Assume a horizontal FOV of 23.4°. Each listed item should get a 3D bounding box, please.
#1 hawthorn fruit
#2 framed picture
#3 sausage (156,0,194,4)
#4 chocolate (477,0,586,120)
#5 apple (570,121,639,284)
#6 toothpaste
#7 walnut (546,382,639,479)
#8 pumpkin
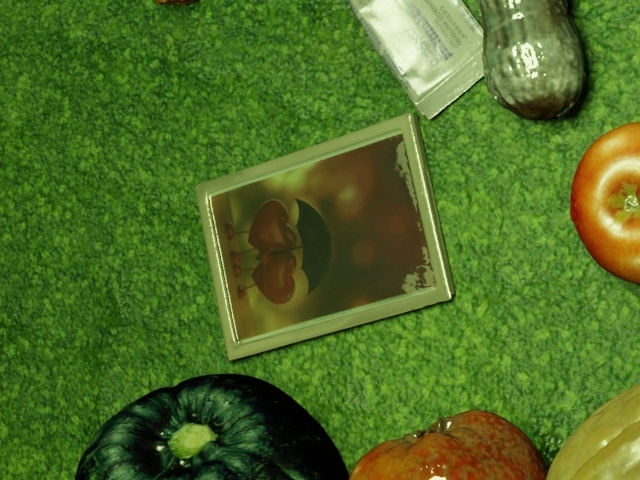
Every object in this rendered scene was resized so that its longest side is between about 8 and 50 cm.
[{"bbox_3d":[0.144,0.306,1.518,0.210,0.210,0.262,-24,81,25],"label":"hawthorn fruit"},{"bbox_3d":[0.000,0.000,1.725,0.289,0.020,0.211,-17,79,27],"label":"framed picture"},{"bbox_3d":[-0.172,-0.374,1.818,0.076,0.076,0.198,-5,82,29],"label":"sausage"},{"bbox_3d":[0.208,-0.240,1.581,0.110,0.110,0.248,-9,82,28],"label":"chocolate"},{"bbox_3d":[0.317,-0.036,1.482,0.163,0.139,0.163,-2,84,26],"label":"apple"},{"bbox_3d":[0.077,-0.272,1.684,0.282,0.068,0.099,56,139,14],"label":"toothpaste"},{"bbox_3d":[0.338,0.255,1.381,0.313,0.252,0.277,-34,69,16],"label":"walnut"},{"bbox_3d":[-0.106,0.293,1.610,0.315,0.315,0.239,12,122,29],"label":"pumpkin"}]
